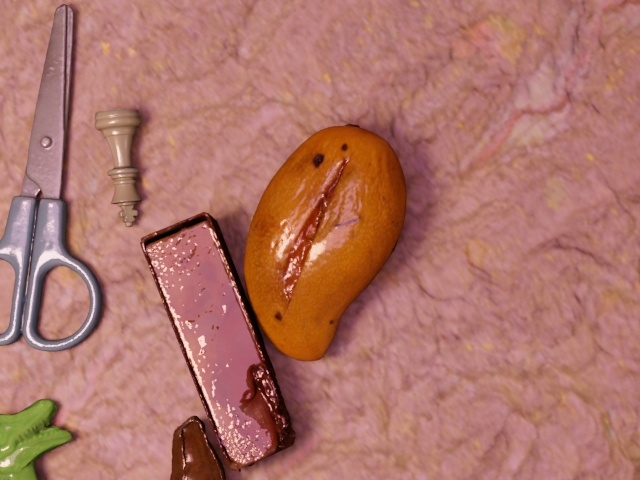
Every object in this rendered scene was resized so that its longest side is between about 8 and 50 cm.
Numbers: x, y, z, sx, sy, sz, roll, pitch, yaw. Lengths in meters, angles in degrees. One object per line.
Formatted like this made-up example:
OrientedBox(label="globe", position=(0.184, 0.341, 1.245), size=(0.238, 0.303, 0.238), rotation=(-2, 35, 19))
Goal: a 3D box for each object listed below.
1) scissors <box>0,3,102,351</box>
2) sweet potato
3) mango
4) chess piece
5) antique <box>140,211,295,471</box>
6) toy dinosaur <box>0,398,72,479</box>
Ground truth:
OrientedBox(label="scissors", position=(-0.355, -0.084, 1.763), size=(0.192, 0.029, 0.447), rotation=(6, 85, 4))
OrientedBox(label="sweet potato", position=(-0.117, 0.353, 1.680), size=(0.112, 0.085, 0.286), rotation=(-22, 76, -20))
OrientedBox(label="mango", position=(0.000, -0.002, 1.683), size=(0.177, 0.120, 0.295), rotation=(23, 86, 8))
OrientedBox(label="chess piece", position=(-0.250, -0.091, 1.748), size=(0.059, 0.059, 0.149), rotation=(-7, 91, 3))
OrientedBox(label="antique", position=(-0.121, 0.126, 1.697), size=(0.093, 0.087, 0.310), rotation=(-22, 82, 0))
OrientedBox(label="toy dinosaur", position=(-0.482, 0.454, 1.666), size=(0.500, 0.144, 0.374), rotation=(-26, 78, -4))
